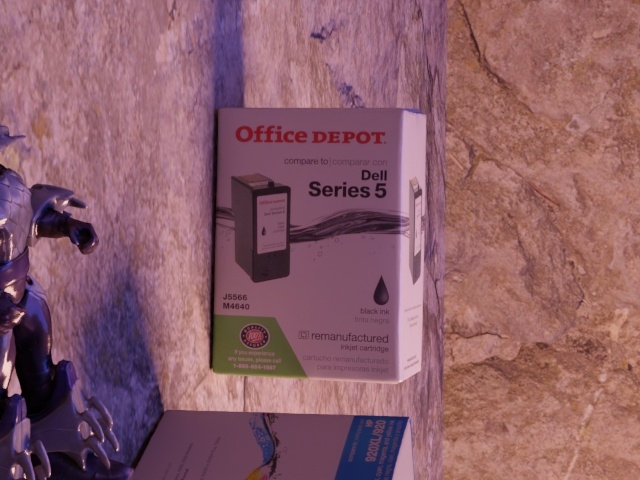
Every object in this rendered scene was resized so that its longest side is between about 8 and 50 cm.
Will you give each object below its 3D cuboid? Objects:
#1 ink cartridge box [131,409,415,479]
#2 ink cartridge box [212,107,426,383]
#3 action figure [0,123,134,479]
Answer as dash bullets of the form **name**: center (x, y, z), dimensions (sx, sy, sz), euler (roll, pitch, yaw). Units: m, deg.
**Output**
- **ink cartridge box**: center (-0.041, 0.263, 1.306), dimensions (0.168, 0.232, 0.171), euler (-68, 155, -60)
- **ink cartridge box**: center (0.000, 0.000, 1.513), dimensions (0.115, 0.198, 0.273), euler (-8, 99, -75)
- **action figure**: center (-0.197, 0.038, 0.937), dimensions (0.185, 0.099, 0.285), euler (-45, 132, -63)
